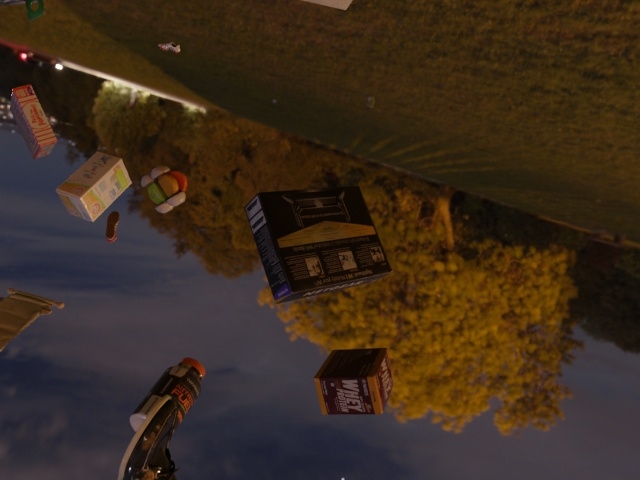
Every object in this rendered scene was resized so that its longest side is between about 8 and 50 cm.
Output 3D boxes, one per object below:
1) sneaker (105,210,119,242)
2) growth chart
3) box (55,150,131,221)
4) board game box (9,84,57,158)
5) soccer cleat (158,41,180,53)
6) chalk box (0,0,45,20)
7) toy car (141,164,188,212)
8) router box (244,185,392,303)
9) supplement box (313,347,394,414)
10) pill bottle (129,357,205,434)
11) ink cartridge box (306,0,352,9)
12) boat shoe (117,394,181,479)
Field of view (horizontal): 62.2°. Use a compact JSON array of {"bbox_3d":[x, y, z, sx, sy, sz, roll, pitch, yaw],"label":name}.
[{"bbox_3d":[-0.784,-0.048,1.999,0.042,0.118,0.067,11,153,-14],"label":"sneaker"},{"bbox_3d":[-0.726,0.183,1.185,0.172,0.021,0.237,17,-146,13],"label":"growth chart"},{"bbox_3d":[-0.731,-0.176,1.721,0.103,0.203,0.114,18,142,18],"label":"box"},{"bbox_3d":[-0.735,-0.298,1.356,0.045,0.146,0.193,-28,-168,-30],"label":"board game box"},{"bbox_3d":[-0.556,-0.716,1.954,0.083,0.035,0.029,19,-136,4],"label":"soccer cleat"},{"bbox_3d":[-0.908,-0.828,1.613,0.180,0.288,0.179,-5,-158,33],"label":"chalk box"},{"bbox_3d":[-0.577,-0.204,2.019,0.182,0.159,0.136,-23,-169,40],"label":"toy car"},{"bbox_3d":[0.000,0.000,1.260,0.309,0.242,0.081,-8,161,-38],"label":"router box"},{"bbox_3d":[0.111,0.441,1.672,0.194,0.129,0.191,-8,-167,22],"label":"supplement box"},{"bbox_3d":[-0.440,0.463,1.572,0.130,0.130,0.245,15,-141,13],"label":"pill bottle"},{"bbox_3d":[-0.052,-0.879,1.783,0.333,0.165,0.065,-6,153,-40],"label":"ink cartridge box"},{"bbox_3d":[-0.326,0.464,1.014,0.113,0.340,0.127,25,-179,8],"label":"boat shoe"}]
